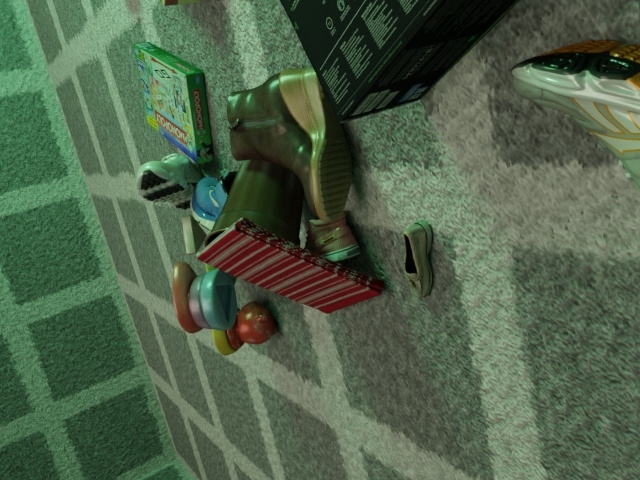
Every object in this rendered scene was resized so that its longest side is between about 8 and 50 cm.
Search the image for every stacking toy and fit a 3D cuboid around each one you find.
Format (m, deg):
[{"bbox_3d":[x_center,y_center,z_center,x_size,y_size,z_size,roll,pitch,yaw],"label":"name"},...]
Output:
[{"bbox_3d":[-0.204,0.097,1.387,0.309,0.130,0.280,53,-150,-64],"label":"stacking toy"}]

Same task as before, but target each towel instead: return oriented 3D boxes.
[{"bbox_3d":[-0.052,0.051,1.018,0.199,0.274,0.031,-31,39,57],"label":"towel"}]

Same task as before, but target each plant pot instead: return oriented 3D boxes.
[{"bbox_3d":[-0.100,-0.046,1.070,0.167,0.166,0.165,130,156,-59],"label":"plant pot"}]

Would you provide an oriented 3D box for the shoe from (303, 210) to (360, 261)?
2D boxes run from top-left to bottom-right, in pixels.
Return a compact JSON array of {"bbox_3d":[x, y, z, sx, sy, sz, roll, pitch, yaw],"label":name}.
[{"bbox_3d":[0.000,0.000,1.075,0.178,0.063,0.081,-17,93,56],"label":"shoe"}]

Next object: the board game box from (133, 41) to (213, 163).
[{"bbox_3d":[-0.359,-0.340,1.482,0.317,0.046,0.214,37,138,44],"label":"board game box"}]

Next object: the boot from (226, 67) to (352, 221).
[{"bbox_3d":[-0.058,-0.145,0.990,0.206,0.090,0.249,-7,89,39],"label":"boot"}]

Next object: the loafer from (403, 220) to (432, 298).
[{"bbox_3d":[0.134,0.032,0.881,0.045,0.039,0.125,32,135,47],"label":"loafer"}]

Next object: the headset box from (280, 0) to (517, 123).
[{"bbox_3d":[0.059,-0.321,0.675,0.283,0.131,0.246,64,152,8],"label":"headset box"}]

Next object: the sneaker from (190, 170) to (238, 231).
[{"bbox_3d":[-0.178,-0.081,1.290,0.330,0.129,0.147,38,117,53],"label":"sneaker"}]

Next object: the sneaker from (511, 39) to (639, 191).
[{"bbox_3d":[0.267,-0.090,0.512,0.262,0.099,0.121,35,142,47],"label":"sneaker"}]

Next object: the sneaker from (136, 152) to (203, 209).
[{"bbox_3d":[-0.348,-0.149,1.422,0.292,0.110,0.118,30,-134,-80],"label":"sneaker"}]

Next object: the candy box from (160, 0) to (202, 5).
[{"bbox_3d":[-0.331,-0.622,1.193,0.316,0.087,0.183,52,147,29],"label":"candy box"}]
